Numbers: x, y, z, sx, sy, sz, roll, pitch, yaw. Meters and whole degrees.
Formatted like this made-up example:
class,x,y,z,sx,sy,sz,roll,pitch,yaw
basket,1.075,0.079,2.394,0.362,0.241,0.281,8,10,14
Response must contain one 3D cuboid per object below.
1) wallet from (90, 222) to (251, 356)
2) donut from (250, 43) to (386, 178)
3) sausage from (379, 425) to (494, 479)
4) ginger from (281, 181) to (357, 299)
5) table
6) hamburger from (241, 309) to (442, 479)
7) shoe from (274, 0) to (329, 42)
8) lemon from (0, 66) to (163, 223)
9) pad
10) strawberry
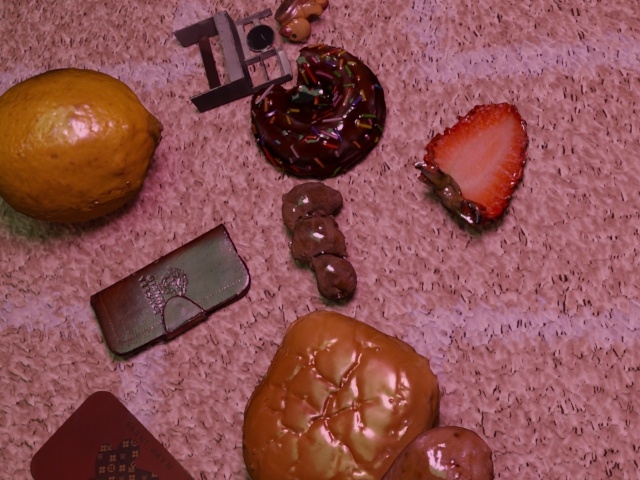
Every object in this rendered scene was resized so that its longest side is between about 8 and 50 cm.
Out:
class,x,y,z,sx,sy,sz,roll,pitch,yaw
wallet,-0.239,0.085,1.778,0.255,0.031,0.137,-29,65,1
donut,-0.007,-0.214,1.806,0.230,0.096,0.216,-28,65,1
sausage,0.061,0.423,1.435,0.123,0.136,0.501,45,117,18
ginger,0.000,0.000,1.728,0.104,0.080,0.204,-16,64,1
table,-0.151,-0.320,1.905,0.175,0.062,0.146,-21,65,8
hamburger,0.019,0.258,1.579,0.318,0.158,0.319,-6,68,15
shoe,-0.028,-0.396,1.900,0.072,0.069,0.109,-18,46,47
lemon,-0.403,-0.157,1.800,0.310,0.253,0.253,-12,66,6
pad,-0.317,0.370,1.699,0.267,0.004,0.181,39,81,24
strawberry,0.247,-0.112,1.723,0.208,0.087,0.167,-34,83,-29
